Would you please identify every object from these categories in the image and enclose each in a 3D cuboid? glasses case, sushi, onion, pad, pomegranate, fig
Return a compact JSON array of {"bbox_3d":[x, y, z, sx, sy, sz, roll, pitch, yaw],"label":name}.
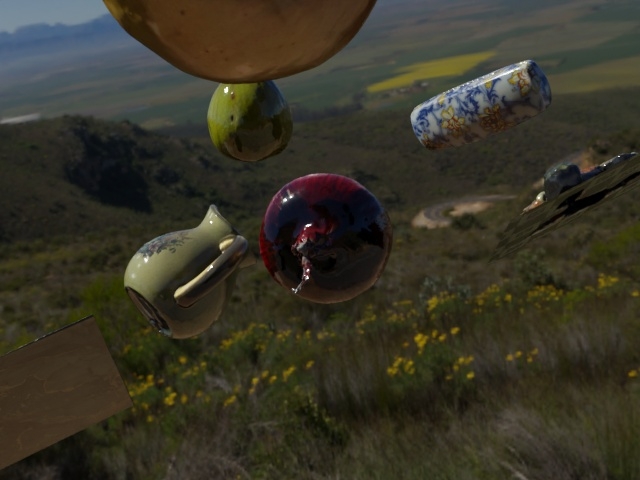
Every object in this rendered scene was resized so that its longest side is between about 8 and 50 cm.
[{"bbox_3d":[0.237,-0.199,1.126,0.065,0.087,0.248,-36,14,-35],"label":"glasses case"},{"bbox_3d":[0.445,-0.094,1.303,0.343,0.064,0.359,-28,-14,0],"label":"sushi"},{"bbox_3d":[0.000,0.000,1.467,0.273,0.273,0.285,-4,7,18],"label":"onion"},{"bbox_3d":[-0.405,0.233,1.058,0.247,0.367,0.007,-24,65,-18],"label":"pad"},{"bbox_3d":[-0.071,-0.326,0.719,0.338,0.338,0.338,-9,18,3],"label":"pomegranate"},{"bbox_3d":[-0.113,-0.219,1.198,0.148,0.186,0.142,10,2,27],"label":"fig"}]

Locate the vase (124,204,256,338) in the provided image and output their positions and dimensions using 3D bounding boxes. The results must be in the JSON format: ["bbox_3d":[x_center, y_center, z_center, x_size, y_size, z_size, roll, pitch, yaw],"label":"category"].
[{"bbox_3d":[-0.265,0.064,1.681,0.302,0.241,0.329,-43,16,-25],"label":"vase"}]
